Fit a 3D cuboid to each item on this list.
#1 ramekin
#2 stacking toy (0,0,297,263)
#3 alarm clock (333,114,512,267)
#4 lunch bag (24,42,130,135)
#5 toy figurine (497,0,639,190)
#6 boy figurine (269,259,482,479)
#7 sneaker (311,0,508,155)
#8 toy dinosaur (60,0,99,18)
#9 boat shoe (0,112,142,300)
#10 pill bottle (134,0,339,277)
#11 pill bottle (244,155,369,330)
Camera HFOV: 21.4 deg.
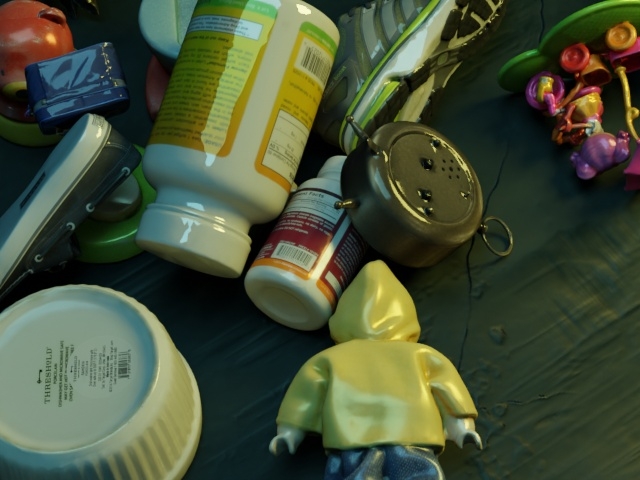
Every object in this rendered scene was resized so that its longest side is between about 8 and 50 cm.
[{"bbox_3d":[-0.210,0.134,1.456,0.207,0.109,0.207,-3,55,4],"label":"ramekin"},{"bbox_3d":[-0.173,-0.141,1.628,0.309,0.130,0.279,-16,56,-5],"label":"stacking toy"},{"bbox_3d":[0.102,-0.037,1.532,0.192,0.064,0.129,27,49,-25],"label":"alarm clock"},{"bbox_3d":[-0.226,-0.134,1.559,0.098,0.067,0.065,-18,82,-7],"label":"lunch bag"},{"bbox_3d":[0.268,-0.118,1.596,0.173,0.130,0.159,-22,64,16],"label":"toy figurine"},{"bbox_3d":[0.043,0.149,1.435,0.177,0.092,0.285,-8,55,0],"label":"boy figurine"},{"bbox_3d":[0.083,-0.210,1.648,0.121,0.111,0.300,27,72,29],"label":"sneaker"},{"bbox_3d":[-0.231,-0.366,1.769,0.322,0.164,0.218,13,55,9],"label":"toy dinosaur"},{"bbox_3d":[-0.246,-0.011,1.549,0.228,0.076,0.080,-53,22,10],"label":"boat shoe"},{"bbox_3d":[-0.082,-0.097,1.532,0.136,0.136,0.245,15,79,15],"label":"pill bottle"},{"bbox_3d":[0.000,0.000,1.542,0.086,0.086,0.152,20,60,18],"label":"pill bottle"}]
